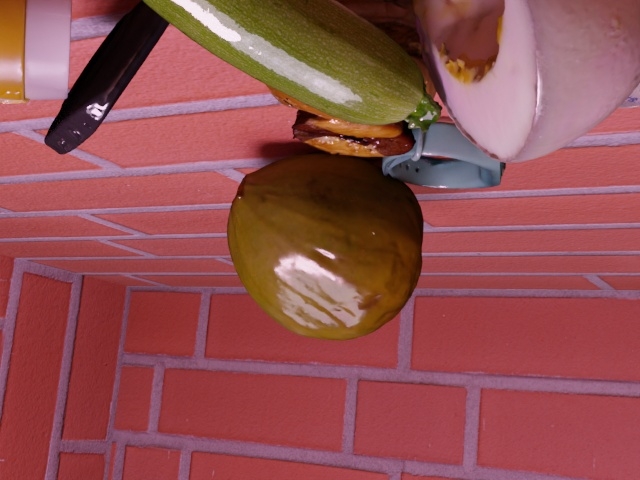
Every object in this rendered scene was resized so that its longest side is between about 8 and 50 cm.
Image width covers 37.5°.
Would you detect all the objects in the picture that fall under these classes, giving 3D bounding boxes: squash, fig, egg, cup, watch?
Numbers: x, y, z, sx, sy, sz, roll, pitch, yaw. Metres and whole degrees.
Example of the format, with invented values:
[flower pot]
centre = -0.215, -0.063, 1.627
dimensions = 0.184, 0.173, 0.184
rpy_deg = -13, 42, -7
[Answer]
[squash]
centre = -0.047, -0.205, 0.880
dimensions = 0.395, 0.107, 0.107
rpy_deg = 28, 160, -25
[fig]
centre = 0.000, -0.002, 1.599
dimensions = 0.344, 0.343, 0.343
rpy_deg = 5, 169, 1
[egg]
centre = 0.208, -0.186, 0.840
dimensions = 0.162, 0.206, 0.271
rpy_deg = -18, 174, -9
[cup]
centre = -0.373, -0.222, 0.974
dimensions = 0.226, 0.185, 0.241
rpy_deg = 2, 179, -15
[watch]
centre = 0.190, -0.132, 1.462
dimensions = 0.195, 0.068, 0.237
rpy_deg = 5, 173, 11

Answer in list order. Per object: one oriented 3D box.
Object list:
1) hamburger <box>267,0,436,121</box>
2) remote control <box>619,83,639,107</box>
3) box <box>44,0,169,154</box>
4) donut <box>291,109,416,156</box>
[hamburger]
centre = 0.033, -0.204, 1.059
dimensions = 0.214, 0.108, 0.214
rpy_deg = 10, 171, 2
[remote control]
centre = 0.393, -0.197, 1.015
dimensions = 0.078, 0.042, 0.221
rpy_deg = 11, 159, -31
[box]
centre = -0.226, -0.191, 1.026
dimensions = 0.042, 0.201, 0.212
rpy_deg = 35, 160, -21
[donut]
centre = 0.047, -0.167, 1.306
dimensions = 0.166, 0.073, 0.184
rpy_deg = -5, 166, 40
